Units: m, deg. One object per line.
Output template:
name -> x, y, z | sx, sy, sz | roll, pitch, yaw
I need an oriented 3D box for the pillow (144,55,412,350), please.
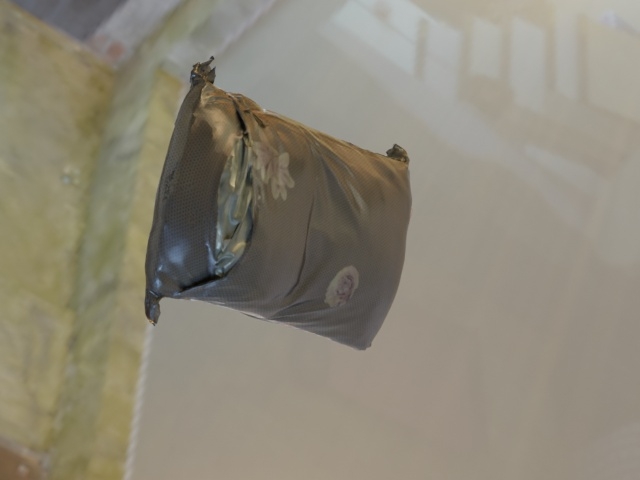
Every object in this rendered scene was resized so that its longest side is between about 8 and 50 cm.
pillow -> -0.014, -0.013, 0.969 | 0.059, 0.255, 0.169 | 6, -96, 37

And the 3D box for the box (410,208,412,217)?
box -> 0.000, 0.000, 1.144 | 0.043, 0.125, 0.089 | 141, -33, -76
